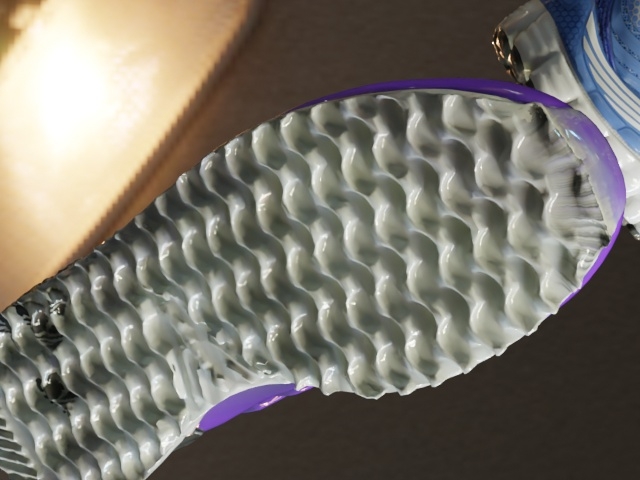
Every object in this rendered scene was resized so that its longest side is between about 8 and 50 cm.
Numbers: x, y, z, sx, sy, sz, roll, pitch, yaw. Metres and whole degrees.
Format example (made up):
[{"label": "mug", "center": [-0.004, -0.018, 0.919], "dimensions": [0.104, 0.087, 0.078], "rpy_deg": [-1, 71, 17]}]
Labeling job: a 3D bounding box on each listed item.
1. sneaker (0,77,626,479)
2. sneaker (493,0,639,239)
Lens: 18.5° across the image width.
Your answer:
[{"label": "sneaker", "center": [-0.001, -0.001, 0.722], "dimensions": [0.293, 0.146, 0.102], "rpy_deg": [-24, -82, 40]}, {"label": "sneaker", "center": [0.230, -0.023, 0.935], "dimensions": [0.147, 0.330, 0.130], "rpy_deg": [-38, -147, 12]}]
